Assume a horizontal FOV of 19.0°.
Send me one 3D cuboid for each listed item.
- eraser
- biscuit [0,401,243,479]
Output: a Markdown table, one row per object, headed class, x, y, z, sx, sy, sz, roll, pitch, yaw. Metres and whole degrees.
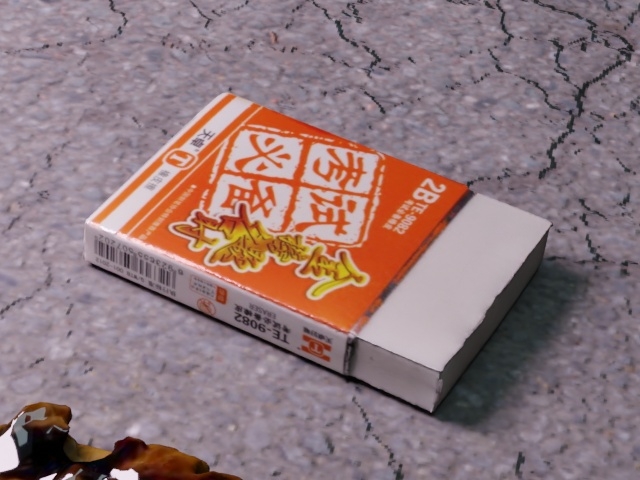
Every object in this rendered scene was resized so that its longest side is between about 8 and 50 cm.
| class | x | y | z | sx | sy | sz | roll | pitch | yaw |
| --- | --- | --- | --- | --- | --- | --- | --- | --- | --- |
| eraser | 0.000 | 0.000 | 1.109 | 0.230 | 0.038 | 0.157 | 23 | 42 | 18 |
| biscuit | -0.112 | 0.213 | 0.805 | 0.289 | 0.081 | 0.334 | -23 | 49 | -25 |
